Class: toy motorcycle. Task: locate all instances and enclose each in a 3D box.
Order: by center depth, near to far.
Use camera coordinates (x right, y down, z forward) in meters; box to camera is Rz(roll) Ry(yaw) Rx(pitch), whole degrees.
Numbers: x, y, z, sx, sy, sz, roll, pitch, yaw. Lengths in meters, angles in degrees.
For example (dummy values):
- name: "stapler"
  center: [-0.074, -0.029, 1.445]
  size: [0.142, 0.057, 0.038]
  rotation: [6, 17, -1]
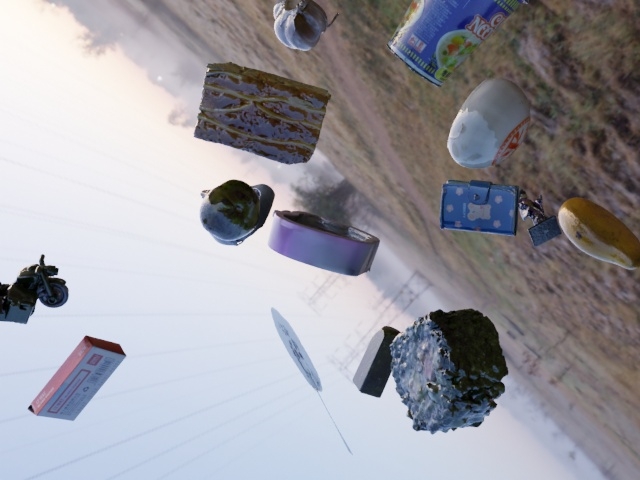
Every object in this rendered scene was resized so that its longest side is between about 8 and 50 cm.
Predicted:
- name: "toy motorcycle"
  center: [-0.747, 0.125, 1.530]
  size: [0.275, 0.127, 0.205]
  rotation: [8, -158, -20]

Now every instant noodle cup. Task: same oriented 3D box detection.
- name: "instant noodle cup"
  center: [0.346, -0.600, 1.736]
  size: [0.284, 0.312, 0.284]
  rotation: [32, -156, -16]

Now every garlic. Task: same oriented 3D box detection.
- name: "garlic"
  center: [-0.035, -0.747, 2.093]
  size: [0.207, 0.257, 0.207]
  rotation: [47, 159, 25]

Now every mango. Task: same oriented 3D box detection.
- name: "mango"
  center: [0.854, -0.015, 1.961]
  size: [0.177, 0.120, 0.295]
  rotation: [-18, -122, -38]

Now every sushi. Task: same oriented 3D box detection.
- name: "sushi"
  center: [0.326, 0.349, 1.683]
  size: [0.352, 0.178, 0.294]
  rotation: [121, 141, -58]

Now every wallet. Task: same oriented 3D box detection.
- name: "wallet"
  center: [0.416, -0.089, 1.694]
  size: [0.202, 0.141, 0.059]
  rotation: [7, -171, 29]

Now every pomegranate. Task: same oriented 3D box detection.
- name: "pomegranate"
  center: [-0.210, -0.077, 1.404]
  size: [0.163, 0.138, 0.125]
  rotation: [38, 163, 20]

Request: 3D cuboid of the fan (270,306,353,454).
- name: "fan"
  center: [-0.018, 0.339, 1.556]
  size: [0.414, 0.012, 0.233]
  rotation: [63, 165, -7]

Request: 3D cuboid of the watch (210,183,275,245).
- name: "watch"
  center: [-0.219, -0.067, 1.698]
  size: [0.206, 0.193, 0.068]
  rotation: [-1, 133, 47]

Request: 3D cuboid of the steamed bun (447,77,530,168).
- name: "steamed bun"
  center: [0.424, -0.272, 1.563]
  size: [0.145, 0.231, 0.232]
  rotation: [35, -179, 21]

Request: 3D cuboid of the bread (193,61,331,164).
- name: "bread"
  center: [-0.132, -0.284, 1.445]
  size: [0.275, 0.184, 0.114]
  rotation: [14, -152, -6]

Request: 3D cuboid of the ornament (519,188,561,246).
- name: "ornament"
  center: [0.593, -0.088, 1.787]
  size: [0.088, 0.081, 0.203]
  rotation: [55, -161, -39]

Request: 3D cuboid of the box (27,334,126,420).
- name: "box"
  center: [-0.591, 0.341, 1.566]
  size: [0.050, 0.229, 0.123]
  rotation: [40, -178, 34]

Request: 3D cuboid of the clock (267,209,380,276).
- name: "clock"
  center: [0.000, 0.000, 1.875]
  size: [0.339, 0.102, 0.338]
  rotation: [17, -171, -3]

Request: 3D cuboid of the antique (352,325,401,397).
- name: "antique"
  center: [0.188, 0.377, 2.031]
  size: [0.081, 0.220, 0.080]
  rotation: [21, -172, -20]
